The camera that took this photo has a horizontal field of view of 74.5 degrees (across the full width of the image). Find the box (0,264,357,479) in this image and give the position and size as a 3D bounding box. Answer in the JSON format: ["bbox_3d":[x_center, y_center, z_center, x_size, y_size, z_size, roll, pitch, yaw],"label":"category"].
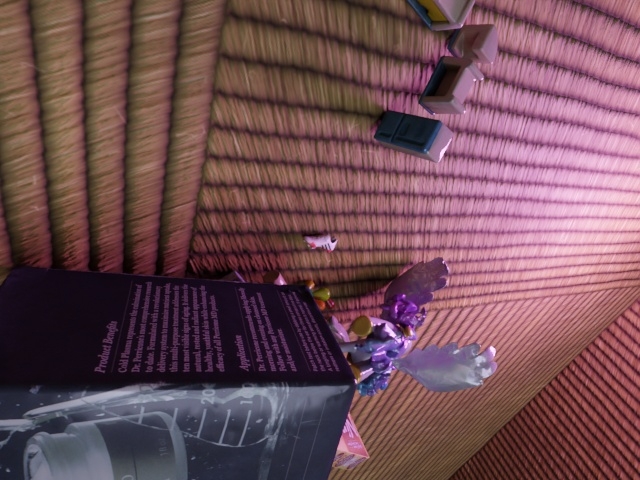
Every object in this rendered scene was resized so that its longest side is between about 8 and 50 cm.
[{"bbox_3d":[-0.254,0.323,0.668,0.471,0.297,0.480,7,110,-19],"label":"box"}]

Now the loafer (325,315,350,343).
[{"bbox_3d":[0.038,0.233,1.069,0.039,0.045,0.125,-20,134,13],"label":"loafer"}]

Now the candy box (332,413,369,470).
[{"bbox_3d":[0.015,0.569,1.267,0.087,0.183,0.316,-36,137,7],"label":"candy box"}]

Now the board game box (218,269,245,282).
[{"bbox_3d":[-0.185,0.111,0.839,0.090,0.020,0.090,-30,138,-1],"label":"board game box"}]

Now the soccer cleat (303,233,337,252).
[{"bbox_3d":[0.000,0.000,0.833,0.083,0.029,0.035,20,110,-44],"label":"soccer cleat"}]

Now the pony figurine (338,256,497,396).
[{"bbox_3d":[0.161,0.228,0.957,0.351,0.303,0.363,-32,157,31],"label":"pony figurine"}]

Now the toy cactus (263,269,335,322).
[{"bbox_3d":[-0.077,0.132,0.869,0.219,0.112,0.180,-22,127,-12],"label":"toy cactus"}]

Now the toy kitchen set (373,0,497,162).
[{"bbox_3d":[0.139,-0.254,0.628,0.166,0.122,0.207,23,96,-41],"label":"toy kitchen set"}]
